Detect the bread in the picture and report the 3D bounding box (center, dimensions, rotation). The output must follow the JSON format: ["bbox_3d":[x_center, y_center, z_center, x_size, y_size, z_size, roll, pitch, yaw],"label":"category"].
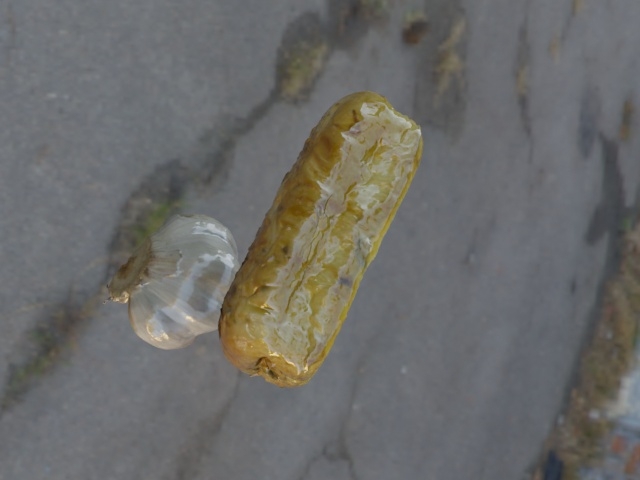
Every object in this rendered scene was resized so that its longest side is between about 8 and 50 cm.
[{"bbox_3d":[0.000,0.000,0.938,0.211,0.083,0.114,-62,177,-15],"label":"bread"}]

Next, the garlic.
[{"bbox_3d":[-0.100,0.034,1.024,0.094,0.074,0.113,34,71,-29],"label":"garlic"}]
